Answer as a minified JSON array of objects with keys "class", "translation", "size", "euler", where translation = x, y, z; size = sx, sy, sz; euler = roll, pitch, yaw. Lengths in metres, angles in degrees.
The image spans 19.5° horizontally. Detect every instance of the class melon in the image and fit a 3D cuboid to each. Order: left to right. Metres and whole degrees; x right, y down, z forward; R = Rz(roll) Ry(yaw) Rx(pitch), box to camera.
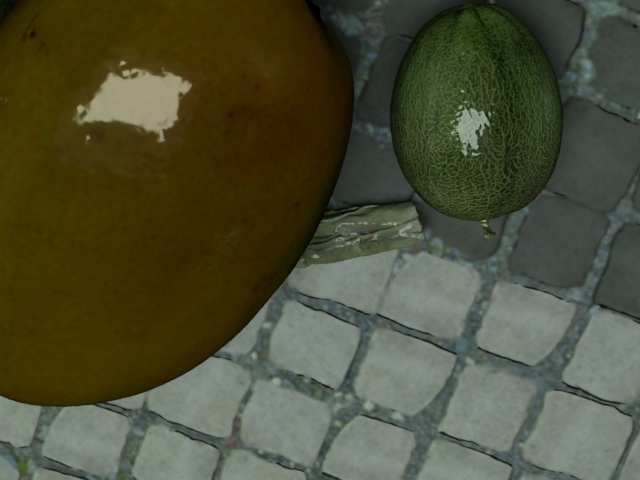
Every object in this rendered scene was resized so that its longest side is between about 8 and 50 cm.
[{"class":"melon","translation":[0.125,-0.094,1.495],"size":[0.139,0.139,0.192],"euler":[-3,107,9]}]

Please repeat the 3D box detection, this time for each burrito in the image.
[{"class":"burrito","translation":[0.000,0.000,1.601],"size":[0.185,0.041,0.045],"euler":[-12,117,14]}]

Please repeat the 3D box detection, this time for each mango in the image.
[{"class":"mango","translation":[-0.150,-0.040,1.460],"size":[0.300,0.232,0.446],"euler":[14,122,-31]}]

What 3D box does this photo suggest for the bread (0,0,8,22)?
[{"class":"bread","translation":[-0.343,-0.250,1.419],"size":[0.237,0.320,0.321],"euler":[5,112,-11]}]
